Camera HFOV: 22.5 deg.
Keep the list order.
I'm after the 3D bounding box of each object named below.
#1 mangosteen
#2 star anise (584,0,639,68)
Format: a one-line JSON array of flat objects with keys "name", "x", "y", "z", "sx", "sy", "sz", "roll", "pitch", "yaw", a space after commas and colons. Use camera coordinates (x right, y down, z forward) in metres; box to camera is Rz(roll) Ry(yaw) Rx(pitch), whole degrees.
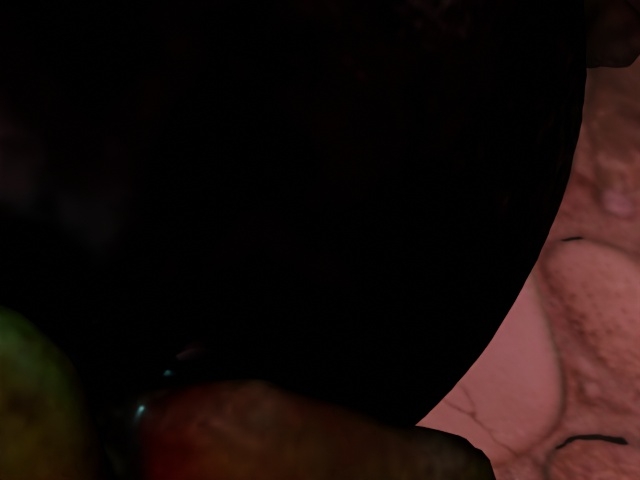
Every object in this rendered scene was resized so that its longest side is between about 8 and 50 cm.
[{"name": "mangosteen", "x": -0.098, "y": -0.026, "z": 0.527, "sx": 0.382, "sy": 0.435, "sz": 0.382, "roll": -2, "pitch": 133, "yaw": -2}, {"name": "star anise", "x": 0.186, "y": -0.136, "z": 0.535, "sx": 0.315, "sy": 0.108, "sz": 0.315, "roll": 17, "pitch": 128, "yaw": 24}]
